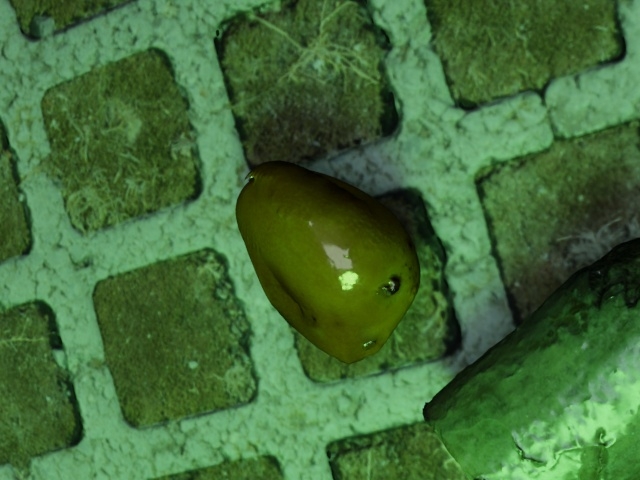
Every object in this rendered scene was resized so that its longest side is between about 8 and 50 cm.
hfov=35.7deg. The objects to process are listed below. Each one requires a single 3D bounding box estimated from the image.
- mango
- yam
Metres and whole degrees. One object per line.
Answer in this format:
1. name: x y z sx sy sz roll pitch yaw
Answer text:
1. mango: 0.000 0.000 1.045 0.136 0.166 0.236 -40 51 -24
2. yam: 0.259 0.144 0.937 0.300 0.195 0.195 -44 79 18
